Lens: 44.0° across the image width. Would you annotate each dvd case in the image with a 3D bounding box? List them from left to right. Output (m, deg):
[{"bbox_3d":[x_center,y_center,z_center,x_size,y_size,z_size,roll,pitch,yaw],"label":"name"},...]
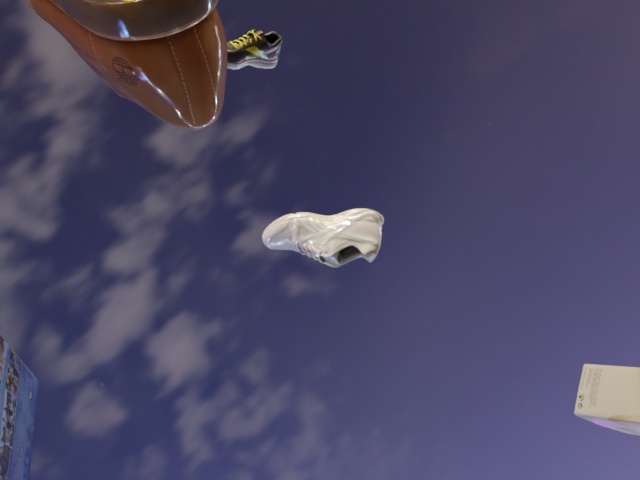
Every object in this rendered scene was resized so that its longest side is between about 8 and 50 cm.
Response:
[{"bbox_3d":[-0.292,0.163,0.672,0.022,0.180,0.253,-2,-29,-4],"label":"dvd case"}]

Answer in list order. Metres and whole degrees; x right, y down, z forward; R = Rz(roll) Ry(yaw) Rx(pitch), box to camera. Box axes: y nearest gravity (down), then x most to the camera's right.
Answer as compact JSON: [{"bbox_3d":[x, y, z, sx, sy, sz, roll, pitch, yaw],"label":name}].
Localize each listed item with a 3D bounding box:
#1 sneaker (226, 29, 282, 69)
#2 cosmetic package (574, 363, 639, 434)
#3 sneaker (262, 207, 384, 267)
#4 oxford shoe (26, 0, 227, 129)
[{"bbox_3d":[-0.071,-0.184,0.748,0.083,0.031,0.035,-14,-38,-45],"label":"sneaker"},{"bbox_3d":[0.242,0.115,0.551,0.060,0.115,0.041,22,-105,-23],"label":"cosmetic package"},{"bbox_3d":[0.000,0.000,0.951,0.053,0.152,0.061,55,-147,-59],"label":"sneaker"},{"bbox_3d":[-0.104,-0.111,0.388,0.076,0.212,0.076,-25,-50,-14],"label":"oxford shoe"}]
